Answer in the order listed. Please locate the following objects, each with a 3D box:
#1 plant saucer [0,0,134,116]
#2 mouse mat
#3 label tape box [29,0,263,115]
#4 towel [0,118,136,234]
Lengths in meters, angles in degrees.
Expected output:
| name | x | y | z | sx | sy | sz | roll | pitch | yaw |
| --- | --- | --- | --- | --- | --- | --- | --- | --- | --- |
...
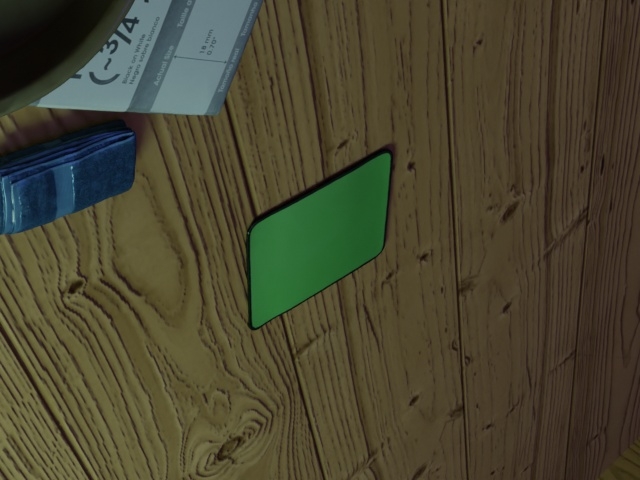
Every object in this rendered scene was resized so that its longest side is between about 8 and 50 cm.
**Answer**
| name | x | y | z | sx | sy | sz | roll | pitch | yaw |
| --- | --- | --- | --- | --- | --- | --- | --- | --- | --- |
| plant saucer | -0.215 | -0.187 | 0.566 | 0.278 | 0.041 | 0.278 | -4 | 116 | -8 |
| mouse mat | 0.000 | 0.000 | 1.171 | 0.189 | 0.007 | 0.152 | -29 | 142 | -29 |
| label tape box | -0.165 | -0.203 | 0.672 | 0.333 | 0.106 | 0.241 | -4 | 125 | -50 |
| towel | -0.191 | -0.046 | 0.868 | 0.119 | 0.029 | 0.067 | -25 | 141 | -35 |
